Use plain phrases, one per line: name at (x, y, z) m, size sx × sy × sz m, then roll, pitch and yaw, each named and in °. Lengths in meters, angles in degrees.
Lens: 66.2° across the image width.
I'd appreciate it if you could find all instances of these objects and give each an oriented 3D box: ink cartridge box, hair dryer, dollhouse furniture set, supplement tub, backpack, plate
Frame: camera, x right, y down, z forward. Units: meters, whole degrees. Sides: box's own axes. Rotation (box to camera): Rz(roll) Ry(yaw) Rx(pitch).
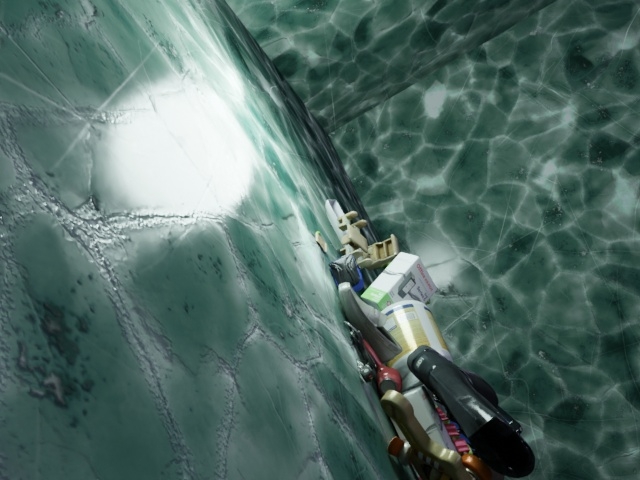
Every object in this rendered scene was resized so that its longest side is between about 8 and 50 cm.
ink cartridge box at (0.320, 0.599, 1.498) m, size 0.283 × 0.117 × 0.207 m, roll 65°, pitch 12°, yaw 18°
ink cartridge box at (0.326, 0.213, 2.014) m, size 0.114 × 0.273 × 0.198 m, roll 15°, pitch -35°, yaw 56°
hair dryer at (0.181, 0.375, 1.514) m, size 0.294 × 0.080 × 0.224 m, roll 52°, pitch 14°, yaw -41°
dollhouse furniture set at (0.205, 0.009, 2.082) m, size 0.242 × 0.160 × 0.212 m, roll 38°, pitch 37°, yaw -41°
supplement tub at (0.341, 0.401, 1.782) m, size 0.228 × 0.228 × 0.316 m, roll 51°, pitch 16°, yaw -42°
backpack at (0.100, 0.125, 1.697) m, size 0.101 × 0.097 × 0.120 m, roll 51°, pitch 14°, yaw -56°
plate at (0.101, -0.059, 2.264) m, size 0.277 × 0.045 × 0.278 m, roll 62°, pitch 12°, yaw 0°

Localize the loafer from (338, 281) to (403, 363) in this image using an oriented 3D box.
loafer at (0.163, 0.262, 1.612) m, size 0.320 × 0.111 × 0.112 m, roll 58°, pitch 12°, yaw -19°

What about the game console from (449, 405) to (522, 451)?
game console at (0.569, 0.682, 1.869) m, size 0.173 × 0.250 × 0.293 m, roll 51°, pitch -2°, yaw -6°

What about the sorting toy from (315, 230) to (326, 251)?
sorting toy at (0.000, 0.000, 1.763) m, size 0.062 × 0.012 × 0.083 m, roll 50°, pitch 19°, yaw -27°

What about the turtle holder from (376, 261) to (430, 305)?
turtle holder at (0.357, 0.213, 2.236) m, size 0.227 × 0.243 × 0.321 m, roll -13°, pitch 100°, yaw -63°

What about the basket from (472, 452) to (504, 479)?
basket at (0.540, 0.846, 1.771) m, size 0.227 × 0.204 × 0.154 m, roll 39°, pitch 3°, yaw -44°

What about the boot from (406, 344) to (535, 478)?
boot at (0.469, 0.500, 1.406) m, size 0.366 × 0.146 × 0.445 m, roll 32°, pitch 1°, yaw -16°

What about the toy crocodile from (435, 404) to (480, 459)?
toy crocodile at (0.422, 0.656, 1.664) m, size 0.115 × 0.105 × 0.340 m, roll 6°, pitch 26°, yaw -30°

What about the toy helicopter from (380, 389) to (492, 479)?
toy helicopter at (0.254, 0.525, 1.260) m, size 0.355 × 0.140 × 0.235 m, roll 57°, pitch -31°, yaw -11°
